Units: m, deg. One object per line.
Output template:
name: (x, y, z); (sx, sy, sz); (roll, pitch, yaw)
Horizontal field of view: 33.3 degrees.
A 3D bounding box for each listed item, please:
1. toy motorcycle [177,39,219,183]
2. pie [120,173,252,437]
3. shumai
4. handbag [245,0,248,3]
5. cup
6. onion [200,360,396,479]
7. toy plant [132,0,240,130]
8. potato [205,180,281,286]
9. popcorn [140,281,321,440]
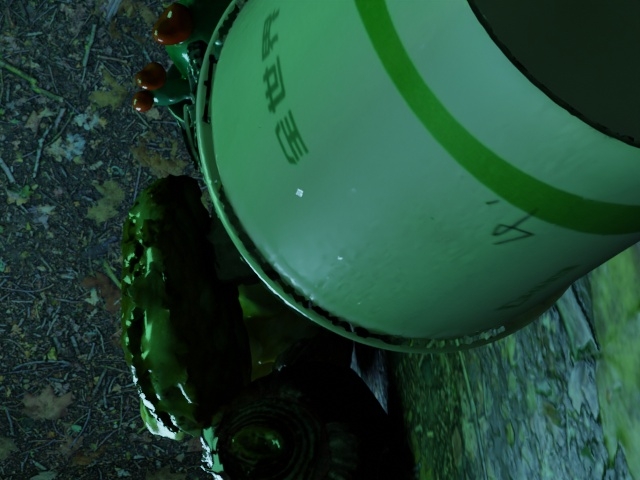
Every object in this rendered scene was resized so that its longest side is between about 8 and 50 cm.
toy motorcycle: (-0.119, -0.129, 1.425); (0.204, 0.108, 0.239); (46, -137, -68)
pie: (-0.156, 0.082, 1.258); (0.288, 0.102, 0.355); (-94, -11, -45)
shumai: (-0.018, 0.166, 1.382); (0.139, 0.105, 0.123); (-75, -15, -46)
handbag: (-0.044, -0.255, 1.471); (0.308, 0.093, 0.254); (106, 155, -63)
cup: (0.084, -0.089, 0.493); (0.274, 0.253, 0.253); (139, 126, -70)
onion: (-0.004, 0.267, 1.231); (0.207, 0.206, 0.216); (47, 165, 25)
toy plant: (-0.156, -0.267, 1.703); (0.400, 0.279, 0.185); (73, 179, -56)
potato: (-0.053, -0.051, 1.301); (0.264, 0.211, 0.190); (136, 120, -78)
popcorn: (-0.141, 0.130, 1.601); (0.294, 0.292, 0.334); (-104, 8, -51)
